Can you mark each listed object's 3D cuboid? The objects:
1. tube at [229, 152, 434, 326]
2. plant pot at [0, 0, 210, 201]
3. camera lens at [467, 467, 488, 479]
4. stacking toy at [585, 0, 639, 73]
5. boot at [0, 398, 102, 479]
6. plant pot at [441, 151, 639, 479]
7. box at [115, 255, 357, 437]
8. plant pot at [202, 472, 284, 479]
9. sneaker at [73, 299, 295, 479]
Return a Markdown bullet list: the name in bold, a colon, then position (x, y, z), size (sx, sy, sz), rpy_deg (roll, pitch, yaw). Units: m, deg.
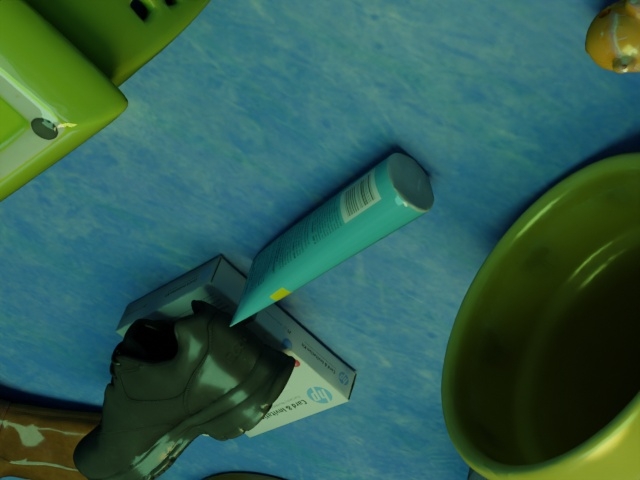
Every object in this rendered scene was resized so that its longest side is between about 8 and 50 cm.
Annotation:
- **tube**: position (0.000, 0.000, 0.956), size (0.052, 0.080, 0.207), rpy_deg (44, 128, -18)
- **plant pot**: position (-0.231, -0.157, 0.776), size (0.228, 0.207, 0.227), rpy_deg (-26, 122, 39)
- **camera lens**: position (0.225, 0.316, 1.051), size (0.219, 0.274, 0.219), rpy_deg (10, 137, 10)
- **stacking toy**: position (0.289, -0.140, 0.672), size (0.302, 0.175, 0.166), rpy_deg (-9, 133, 42)
- **boot**: position (-0.329, 0.264, 1.355), size (0.280, 0.096, 0.264), rpy_deg (9, 129, 0)
- **plant pot**: position (0.257, 0.103, 0.844), size (0.239, 0.254, 0.254), rpy_deg (32, 136, -22)
- **box**: position (-0.081, 0.107, 1.117), size (0.145, 0.038, 0.186), rpy_deg (-26, 122, 38)
- **plant pot**: position (-0.080, 0.395, 1.302), size (0.205, 0.188, 0.205), rpy_deg (10, 137, 9)
- **sneaker**: position (-0.152, 0.139, 1.088), size (0.130, 0.109, 0.286), rpy_deg (46, 126, -13)
